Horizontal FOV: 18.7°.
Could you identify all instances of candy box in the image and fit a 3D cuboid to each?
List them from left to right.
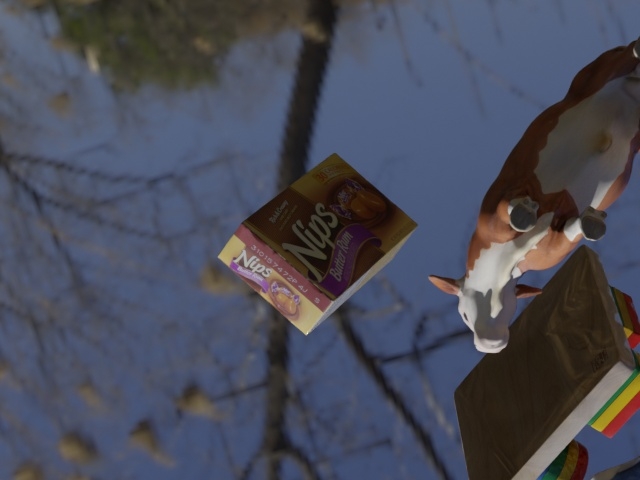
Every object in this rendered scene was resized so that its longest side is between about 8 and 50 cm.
[{"bbox_3d":[0.000,0.000,1.765,0.053,0.109,0.187,-53,172,33],"label":"candy box"}]

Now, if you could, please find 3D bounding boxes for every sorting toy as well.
[{"bbox_3d":[0.276,0.177,2.233,0.255,0.089,0.257,-51,-160,22],"label":"sorting toy"}]

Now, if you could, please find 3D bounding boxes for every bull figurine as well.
[{"bbox_3d":[0.211,-0.047,1.683,0.310,0.101,0.188,-58,-173,-8],"label":"bull figurine"}]

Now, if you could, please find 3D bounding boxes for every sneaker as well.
[{"bbox_3d":[0.442,0.329,2.604,0.152,0.084,0.058,-28,148,18],"label":"sneaker"}]
